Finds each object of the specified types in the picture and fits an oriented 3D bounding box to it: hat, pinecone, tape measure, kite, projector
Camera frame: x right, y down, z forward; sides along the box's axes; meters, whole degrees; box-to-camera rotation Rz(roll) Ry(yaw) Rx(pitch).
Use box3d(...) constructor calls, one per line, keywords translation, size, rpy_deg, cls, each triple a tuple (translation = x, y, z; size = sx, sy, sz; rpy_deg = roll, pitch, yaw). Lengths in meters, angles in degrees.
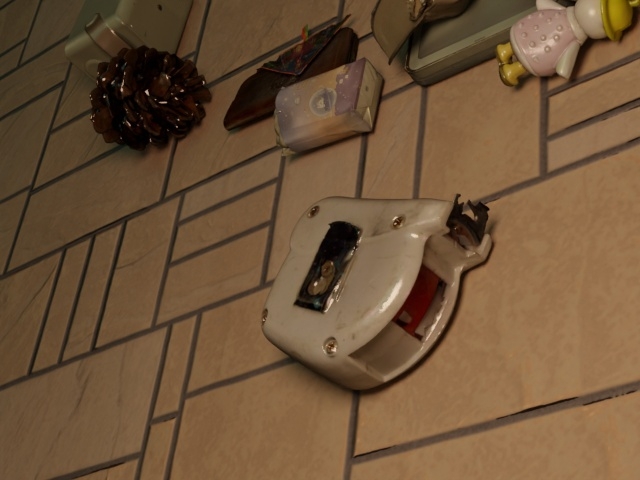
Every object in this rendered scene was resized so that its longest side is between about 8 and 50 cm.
box3d(translation=(0.145, -0.334, 1.825), size=(0.175, 0.085, 0.147), rpy_deg=(-58, 37, 38), cls="hat")
box3d(translation=(-0.302, -0.248, 2.220), size=(0.204, 0.179, 0.184), rpy_deg=(14, 91, 34), cls="pinecone")
box3d(translation=(0.057, 0.052, 1.594), size=(0.258, 0.130, 0.265), rpy_deg=(5, 63, 47), cls="tape measure")
box3d(translation=(-0.028, -0.313, 2.063), size=(0.190, 0.010, 0.159), rpy_deg=(-24, 35, 28), cls="kite")
box3d(translation=(-0.374, -0.411, 2.446), size=(0.177, 0.163, 0.242), rpy_deg=(-22, 42, 36), cls="projector")

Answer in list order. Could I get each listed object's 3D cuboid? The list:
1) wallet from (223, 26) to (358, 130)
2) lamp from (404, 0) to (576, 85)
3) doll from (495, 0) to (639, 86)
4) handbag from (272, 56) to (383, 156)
box3d(translation=(-0.048, -0.266, 2.070), size=(0.255, 0.031, 0.137), rpy_deg=(-18, 43, 35), cls="wallet")
box3d(translation=(0.248, -0.370, 1.826), size=(0.269, 0.047, 0.266), rpy_deg=(-20, 46, 36), cls="lamp")
box3d(translation=(0.319, -0.271, 1.631), size=(0.207, 0.081, 0.129), rpy_deg=(-24, 61, 29), cls="doll")
box3d(translation=(0.004, -0.200, 1.906), size=(0.173, 0.095, 0.117), rpy_deg=(-17, 44, 35), cls="handbag")
